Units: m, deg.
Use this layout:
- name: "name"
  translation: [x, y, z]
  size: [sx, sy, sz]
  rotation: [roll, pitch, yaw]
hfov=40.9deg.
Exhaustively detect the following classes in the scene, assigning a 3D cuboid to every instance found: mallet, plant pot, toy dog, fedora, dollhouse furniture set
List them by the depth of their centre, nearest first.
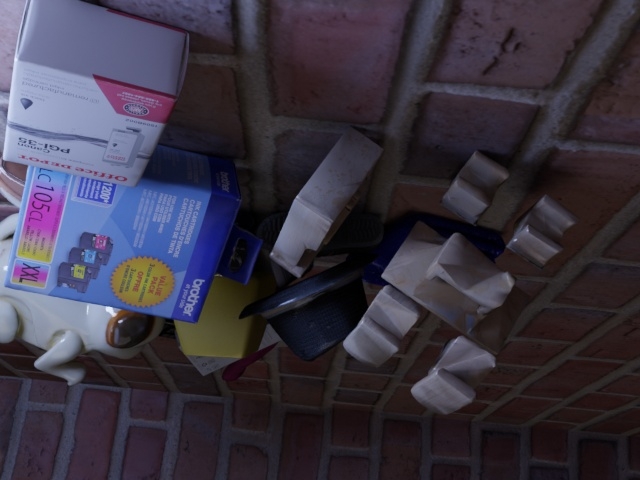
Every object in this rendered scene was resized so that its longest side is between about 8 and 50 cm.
- name: "dollhouse furniture set"
  translation: [0.139, 0.036, 1.409]
  size: [0.394, 0.362, 0.256]
  rotation: [35, 157, 2]
- name: "fedora"
  translation: [0.000, 0.144, 1.690]
  size: [0.334, 0.152, 0.334]
  rotation: [-24, 178, -1]
- name: "mallet"
  translation: [-0.223, -0.040, 1.736]
  size: [0.190, 0.039, 0.062]
  rotation: [8, 163, 7]
- name: "toy dog"
  translation: [-0.549, 0.129, 1.940]
  size: [0.408, 0.395, 0.284]
  rotation: [16, -159, -4]
- name: "plant pot"
  translation: [-0.225, 0.167, 1.975]
  size: [0.212, 0.187, 0.212]
  rotation: [3, -179, 9]

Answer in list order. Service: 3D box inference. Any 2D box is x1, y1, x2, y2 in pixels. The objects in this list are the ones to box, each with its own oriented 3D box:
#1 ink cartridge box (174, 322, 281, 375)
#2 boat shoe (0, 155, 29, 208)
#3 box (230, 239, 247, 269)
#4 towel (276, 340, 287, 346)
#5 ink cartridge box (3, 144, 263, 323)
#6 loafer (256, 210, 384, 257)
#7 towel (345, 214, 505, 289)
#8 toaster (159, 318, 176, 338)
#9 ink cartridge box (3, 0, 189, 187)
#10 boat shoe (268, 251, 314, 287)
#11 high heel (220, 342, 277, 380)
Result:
- name: "ink cartridge box"
  translation: [-0.193, 0.225, 2.222]
  size: [0.333, 0.065, 0.165]
  rotation: [-23, 139, 2]
- name: "boat shoe"
  translation: [-0.419, -0.093, 1.547]
  size: [0.325, 0.123, 0.116]
  rotation: [19, 129, -32]
- name: "box"
  translation: [-0.250, 0.014, 1.747]
  size: [0.231, 0.056, 0.183]
  rotation: [7, -176, -3]
- name: "towel"
  translation: [-0.209, 0.260, 2.518]
  size: [0.187, 0.049, 0.282]
  rotation: [-8, 155, 28]
- name: "ink cartridge box"
  translation: [-0.303, -0.023, 1.456]
  size: [0.396, 0.151, 0.269]
  rotation: [12, 119, -19]
- name: "loafer"
  translation: [0.000, 0.000, 1.689]
  size: [0.251, 0.094, 0.087]
  rotation: [2, 155, 9]
- name: "towel"
  translation: [0.209, 0.041, 1.773]
  size: [0.228, 0.076, 0.308]
  rotation: [12, 159, -19]
- name: "toaster"
  translation: [-0.373, 0.206, 2.320]
  size: [0.186, 0.110, 0.168]
  rotation: [14, 158, -22]
- name: "ink cartridge box"
  translation: [-0.318, -0.196, 1.192]
  size: [0.207, 0.117, 0.283]
  rotation: [12, 155, -18]
- name: "boat shoe"
  translation: [-0.054, 0.041, 1.769]
  size: [0.081, 0.079, 0.227]
  rotation: [-17, -174, 6]
- name: "high heel"
  translation: [-0.198, 0.333, 2.474]
  size: [0.182, 0.127, 0.377]
  rotation: [2, 161, 0]
